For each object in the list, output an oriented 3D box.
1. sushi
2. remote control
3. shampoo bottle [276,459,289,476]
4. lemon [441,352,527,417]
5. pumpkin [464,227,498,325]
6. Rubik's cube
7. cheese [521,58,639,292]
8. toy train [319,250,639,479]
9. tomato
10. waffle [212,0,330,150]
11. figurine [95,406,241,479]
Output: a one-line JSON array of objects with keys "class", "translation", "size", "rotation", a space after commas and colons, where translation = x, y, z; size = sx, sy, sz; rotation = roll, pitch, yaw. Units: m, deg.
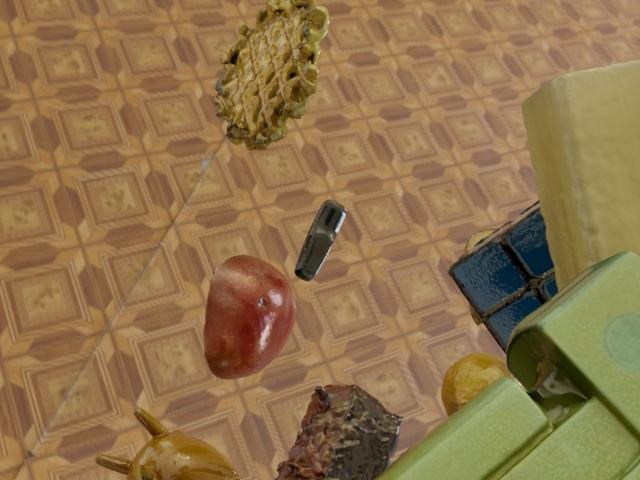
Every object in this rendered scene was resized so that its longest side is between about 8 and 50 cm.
[{"class": "sushi", "translation": [0.009, 0.417, 1.178], "size": [0.182, 0.196, 0.343], "rotation": [28, 49, -1]}, {"class": "remote control", "translation": [0.000, 0.000, 1.763], "size": [0.072, 0.042, 0.221], "rotation": [29, 78, -22]}, {"class": "shampoo bottle", "translation": [-0.059, 0.633, 1.565], "size": [0.102, 0.064, 0.260], "rotation": [-6, 51, -2]}, {"class": "lemon", "translation": [0.376, 0.352, 1.597], "size": [0.257, 0.188, 0.188], "rotation": [-2, 55, -56]}, {"class": "pumpkin", "translation": [0.383, 0.080, 1.653], "size": [0.149, 0.130, 0.254], "rotation": [37, 58, 8]}, {"class": "Rubik's cube", "translation": [0.308, 0.045, 0.967], "size": [0.167, 0.183, 0.180], "rotation": [56, 21, 4]}, {"class": "cheese", "translation": [0.375, -0.064, 0.770], "size": [0.243, 0.124, 0.265], "rotation": [-12, 90, -8]}, {"class": "toy train", "translation": [0.165, 0.200, 0.469], "size": [0.397, 0.160, 0.253], "rotation": [-36, 68, -12]}, {"class": "tomato", "translation": [-0.153, 0.195, 1.711], "size": [0.144, 0.338, 0.338], "rotation": [7, 52, 22]}, {"class": "waffle", "translation": [-0.086, -0.266, 1.087], "size": [0.060, 0.281, 0.262], "rotation": [24, 80, -37]}, {"class": "figurine", "translation": [-0.296, 0.550, 1.459], "size": [0.268, 0.400, 0.387], "rotation": [-23, 34, -18]}]
